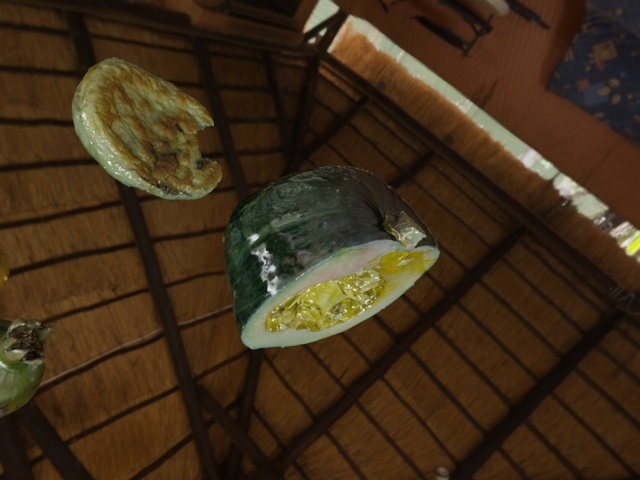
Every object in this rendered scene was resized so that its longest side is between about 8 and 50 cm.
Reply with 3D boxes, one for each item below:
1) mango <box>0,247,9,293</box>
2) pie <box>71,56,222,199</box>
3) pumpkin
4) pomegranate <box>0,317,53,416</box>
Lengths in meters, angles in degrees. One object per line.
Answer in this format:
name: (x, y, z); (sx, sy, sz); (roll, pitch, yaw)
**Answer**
mango: (-0.889, 0.096, 1.283); (0.332, 0.195, 0.142); (26, 161, 52)
pie: (-0.307, -0.205, 0.937); (0.302, 0.067, 0.302); (34, -137, -40)
pumpkin: (0.000, 0.000, 0.713); (0.293, 0.263, 0.197); (10, -134, -55)
pomegranate: (-0.725, 0.266, 1.101); (0.242, 0.306, 0.242); (19, -128, -27)
